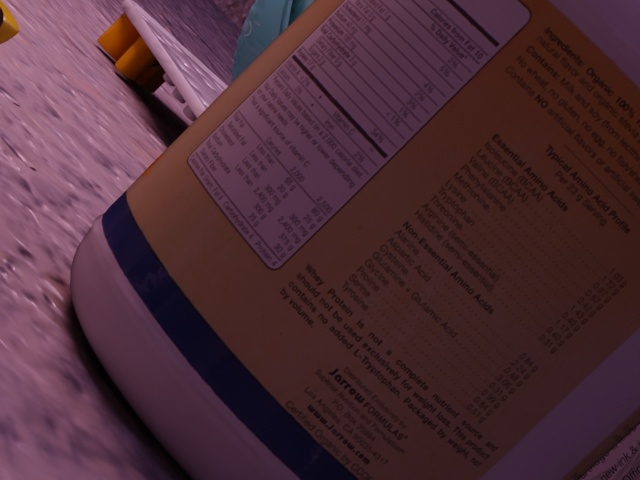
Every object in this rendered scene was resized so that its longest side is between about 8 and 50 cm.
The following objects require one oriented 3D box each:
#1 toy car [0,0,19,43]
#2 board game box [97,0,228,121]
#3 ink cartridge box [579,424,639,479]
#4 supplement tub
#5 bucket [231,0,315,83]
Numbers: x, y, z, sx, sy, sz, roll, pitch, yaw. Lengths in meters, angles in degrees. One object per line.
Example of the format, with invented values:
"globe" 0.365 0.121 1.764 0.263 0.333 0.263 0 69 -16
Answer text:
"toy car" -0.234 -0.143 0.688 0.239 0.053 0.225 43 7 -19
"board game box" 0.000 0.000 1.342 0.390 0.050 0.390 42 8 -36
"ink cartridge box" 0.168 0.146 0.926 0.237 0.172 0.100 46 6 8
"supplement tub" 0.074 -0.019 0.696 0.228 0.316 0.228 45 6 -6
"bucket" 0.082 -0.109 1.174 0.183 0.281 0.281 43 3 35
